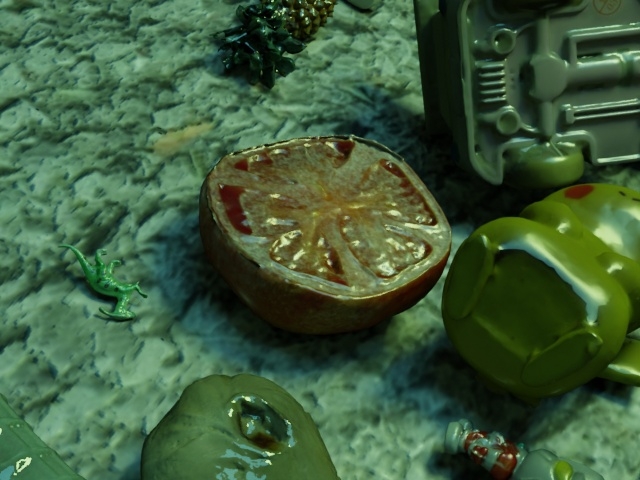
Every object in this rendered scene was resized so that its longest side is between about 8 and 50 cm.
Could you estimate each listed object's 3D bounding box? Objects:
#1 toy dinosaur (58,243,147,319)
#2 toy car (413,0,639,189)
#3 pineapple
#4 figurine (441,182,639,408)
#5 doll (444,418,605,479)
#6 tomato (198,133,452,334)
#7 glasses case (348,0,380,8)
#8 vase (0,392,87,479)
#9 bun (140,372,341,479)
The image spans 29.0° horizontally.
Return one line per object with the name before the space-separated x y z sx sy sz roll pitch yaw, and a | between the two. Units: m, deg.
toy dinosaur | -0.190 0.038 1.067 0.083 0.021 0.062 13 53 -14
toy car | 0.284 -0.195 1.313 0.336 0.242 0.226 -10 17 -8
pineapple | -0.036 -0.257 1.419 0.103 0.083 0.221 28 42 7
figurine | 0.241 0.047 1.145 0.218 0.169 0.326 46 41 15
doll | 0.179 0.205 1.019 0.180 0.079 0.094 34 8 22
tomato | 0.000 0.000 1.141 0.236 0.095 0.237 10 42 -9
glasses case | 0.019 -0.356 1.570 0.164 0.063 0.041 42 43 22
vase | -0.171 0.205 0.803 0.299 0.143 0.143 36 41 20
bun | -0.054 0.169 0.909 0.166 0.113 0.173 -15 55 -37
